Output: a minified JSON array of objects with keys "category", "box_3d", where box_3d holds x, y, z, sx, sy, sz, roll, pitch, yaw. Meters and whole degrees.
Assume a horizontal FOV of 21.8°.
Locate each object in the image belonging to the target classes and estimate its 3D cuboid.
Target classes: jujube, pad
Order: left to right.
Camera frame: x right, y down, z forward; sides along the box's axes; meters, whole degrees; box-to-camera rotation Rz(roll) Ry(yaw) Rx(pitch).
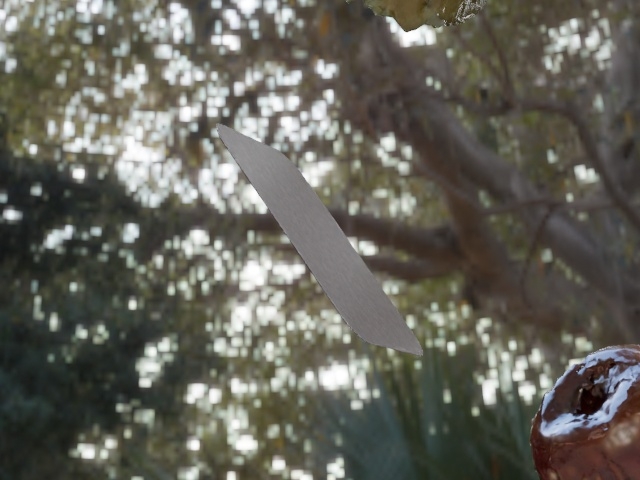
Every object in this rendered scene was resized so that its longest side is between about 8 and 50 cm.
[{"category":"pad","box_3d":[0.000,0.000,1.584,0.002,0.266,0.176,-40,-23,14]},{"category":"jujube","box_3d":[0.268,0.211,1.260,0.197,0.197,0.290,-23,-60,25]}]

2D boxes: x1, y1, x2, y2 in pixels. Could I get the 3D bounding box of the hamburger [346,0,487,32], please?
[{"category":"hamburger","box_3d":[0.072,-0.247,0.776,0.132,0.309,0.211,25,-51,-2]}]
